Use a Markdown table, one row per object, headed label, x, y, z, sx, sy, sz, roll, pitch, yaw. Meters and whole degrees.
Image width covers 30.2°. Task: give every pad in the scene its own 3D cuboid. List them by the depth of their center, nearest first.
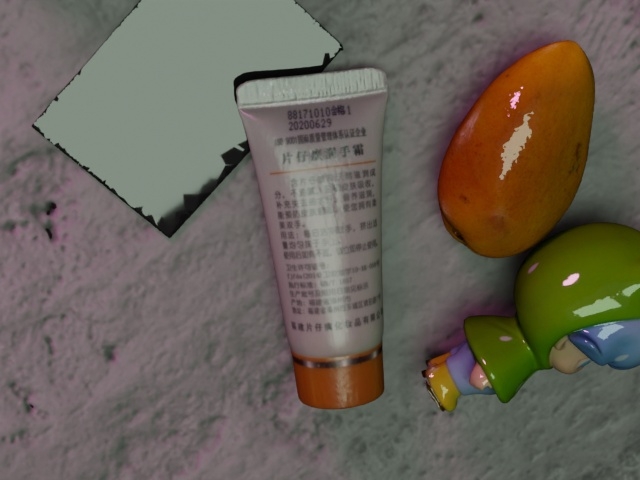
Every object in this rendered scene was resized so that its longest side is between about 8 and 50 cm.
| label | x | y | z | sx | sy | sz | roll | pitch | yaw |
| --- | --- | --- | --- | --- | --- | --- | --- | --- | --- |
| pad | -0.119 | -0.139 | 1.079 | 0.170 | 0.006 | 0.245 | 40 | 99 | -18 |

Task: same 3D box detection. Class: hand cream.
| label | x | y | z | sx | sy | sz | roll | pitch | yaw |
| --- | --- | --- | --- | --- | --- | --- | --- | --- | --- |
| hand cream | 0.000 | 0.000 | 1.106 | 0.139 | 0.089 | 0.314 | -5 | 106 | -8 |

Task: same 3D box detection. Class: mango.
| label | x | y | z | sx | sy | sz | roll | pitch | yaw |
| --- | --- | --- | --- | --- | --- | --- | --- | --- | --- |
| mango | 0.190 | -0.081 | 1.095 | 0.141 | 0.102 | 0.217 | 17 | 109 | -20 |

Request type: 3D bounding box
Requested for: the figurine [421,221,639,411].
| label | x | y | z | sx | sy | sz | roll | pitch | yaw |
| --- | --- | --- | --- | --- | --- | --- | --- | --- | --- |
| figurine | 0.220 | 0.078 | 1.130 | 0.263 | 0.162 | 0.143 | -30 | 87 | 15 |
